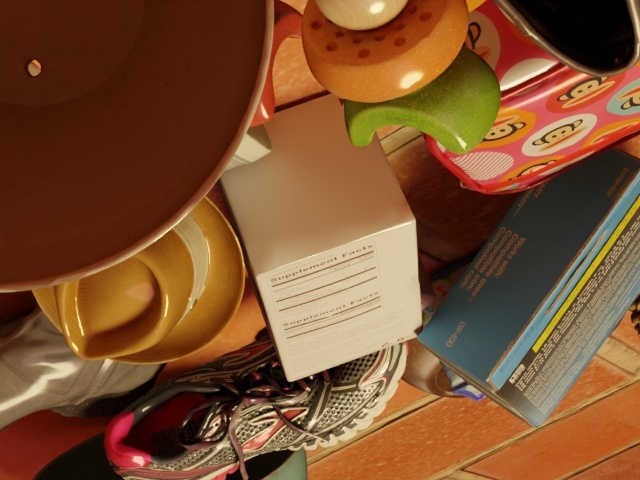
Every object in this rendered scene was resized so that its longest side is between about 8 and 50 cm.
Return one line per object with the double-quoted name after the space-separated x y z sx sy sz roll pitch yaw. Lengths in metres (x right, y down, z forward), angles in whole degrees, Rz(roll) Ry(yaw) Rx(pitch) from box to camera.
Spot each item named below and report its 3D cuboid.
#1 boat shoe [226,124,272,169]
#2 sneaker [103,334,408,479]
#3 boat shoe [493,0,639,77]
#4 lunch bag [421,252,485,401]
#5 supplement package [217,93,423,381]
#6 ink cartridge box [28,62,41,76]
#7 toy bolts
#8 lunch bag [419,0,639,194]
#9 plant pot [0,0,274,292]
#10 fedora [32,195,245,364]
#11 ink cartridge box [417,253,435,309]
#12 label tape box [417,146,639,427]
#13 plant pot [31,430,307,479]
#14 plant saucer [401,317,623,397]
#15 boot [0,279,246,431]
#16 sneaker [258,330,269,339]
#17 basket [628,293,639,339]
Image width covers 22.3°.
-0.114 -0.089 1.173 0.081 0.079 0.227 -32 157 14 "boat shoe"
-0.056 0.150 1.500 0.299 0.120 0.112 -30 157 3 "sneaker"
0.107 -0.220 0.919 0.132 0.130 0.355 -24 138 31 "boat shoe"
0.190 0.077 1.692 0.151 0.128 0.096 -31 158 18 "lunch bag"
0.000 0.000 1.375 0.134 0.139 0.244 -20 155 -4 "supplement package"
-0.262 -0.061 1.178 0.189 0.066 0.232 -27 176 14 "ink cartridge box"
-0.002 -0.176 1.030 0.229 0.218 0.158 3 148 25 "toy bolts"
0.217 -0.147 1.278 0.293 0.120 0.258 -25 159 13 "lunch bag"
-0.169 -0.129 0.877 0.284 0.284 0.191 -21 -169 1 "plant pot"
-0.154 0.033 1.254 0.194 0.079 0.194 7 123 11 "fedora"
0.033 0.047 1.596 0.099 0.056 0.135 -33 152 27 "ink cartridge box"
0.206 0.030 1.478 0.240 0.106 0.334 -54 160 -2 "label tape box"
-0.140 0.315 1.684 0.290 0.195 0.290 -12 -165 3 "plant pot"
0.231 0.109 1.892 0.311 0.050 0.310 -16 156 -7 "plant saucer"
-0.246 0.075 1.400 0.338 0.118 0.222 -14 154 -41 "boot"
-0.020 0.170 1.758 0.083 0.098 0.223 -20 155 0 "sneaker"
0.469 0.031 1.702 0.299 0.223 0.213 -28 155 13 "basket"
